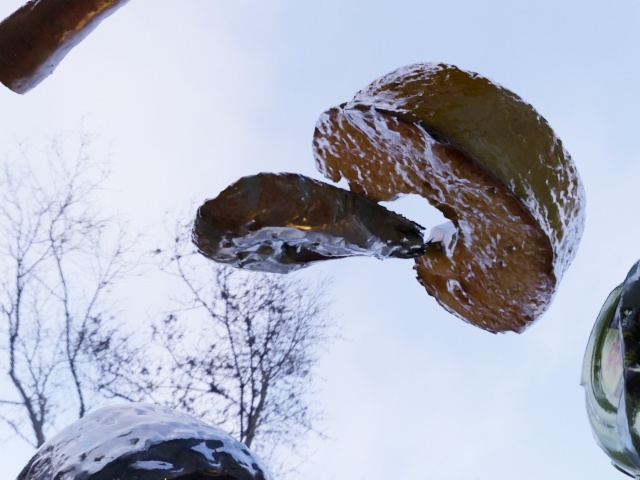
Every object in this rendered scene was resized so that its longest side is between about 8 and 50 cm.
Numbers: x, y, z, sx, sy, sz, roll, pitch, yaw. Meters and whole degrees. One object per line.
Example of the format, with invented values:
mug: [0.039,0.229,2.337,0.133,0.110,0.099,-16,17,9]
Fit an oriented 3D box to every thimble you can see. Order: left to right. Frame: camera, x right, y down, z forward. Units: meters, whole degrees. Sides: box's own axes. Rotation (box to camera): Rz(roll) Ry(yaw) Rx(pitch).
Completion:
thimble: [-0.163,0.272,0.498,0.172,0.236,0.205,-2,-105,50]

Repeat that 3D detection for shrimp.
shrimp: [0.000,0.000,0.604,0.164,0.316,0.062,-37,-125,41]

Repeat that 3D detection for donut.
donut: [0.204,-0.064,0.757,0.163,0.377,0.435,-45,-75,-16]

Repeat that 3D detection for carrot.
carrot: [-0.175,-0.198,0.420,0.224,0.057,0.057,-30,-91,11]

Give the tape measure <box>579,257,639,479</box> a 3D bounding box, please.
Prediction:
tape measure: [0.237,0.070,0.315,0.106,0.175,0.200,20,-102,6]
